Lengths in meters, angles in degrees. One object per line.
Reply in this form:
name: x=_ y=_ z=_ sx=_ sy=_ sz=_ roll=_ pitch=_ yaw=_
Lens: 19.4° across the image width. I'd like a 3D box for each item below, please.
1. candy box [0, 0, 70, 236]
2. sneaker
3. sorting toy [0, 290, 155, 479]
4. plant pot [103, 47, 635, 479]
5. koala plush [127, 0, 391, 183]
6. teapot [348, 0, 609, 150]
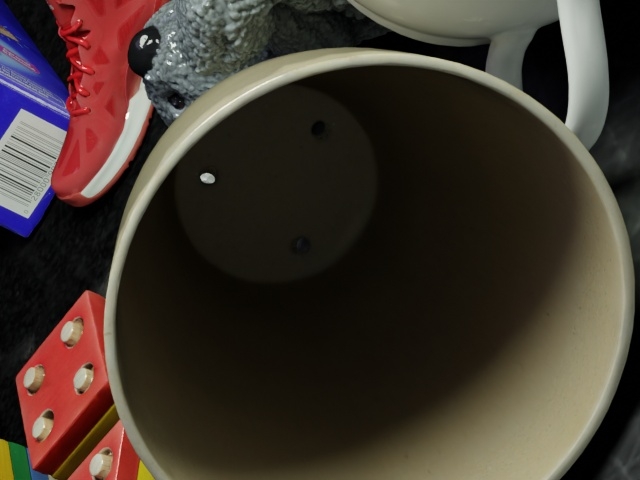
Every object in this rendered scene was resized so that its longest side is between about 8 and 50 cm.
candy box: x=-0.362 y=-0.166 z=1.554 sx=0.122 sy=0.268 sz=0.317 roll=-54 pitch=35 yaw=11
sneaker: x=-0.185 y=-0.145 z=1.422 sx=0.087 sy=0.128 sz=0.221 roll=19 pitch=85 yaw=56
sorting toy: x=-0.160 y=0.186 z=1.216 sx=0.257 sy=0.089 sz=0.255 roll=-48 pitch=37 yaw=24
plant pot: x=0.000 y=0.000 z=1.004 sx=0.256 sy=0.256 sz=0.274 roll=-60 pitch=18 yaw=9
koala plush: x=-0.044 y=-0.139 z=1.218 sx=0.196 sy=0.203 sz=0.221 roll=64 pitch=144 yaw=35
teapot: x=0.080 y=-0.196 z=1.039 sx=0.187 sy=0.252 sz=0.256 roll=103 pitch=-166 yaw=-51
